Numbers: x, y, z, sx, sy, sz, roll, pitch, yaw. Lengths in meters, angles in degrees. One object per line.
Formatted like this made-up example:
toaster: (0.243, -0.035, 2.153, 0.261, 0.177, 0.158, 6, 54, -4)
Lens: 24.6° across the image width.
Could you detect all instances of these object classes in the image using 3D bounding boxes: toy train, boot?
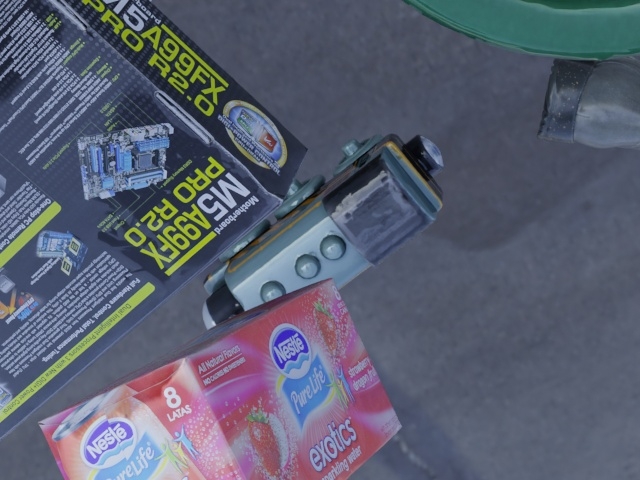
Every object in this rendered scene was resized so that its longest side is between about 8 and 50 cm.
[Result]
toy train: (0.000, 0.000, 1.693, 0.334, 0.142, 0.190, -36, -172, 15)
boot: (0.263, -0.105, 1.137, 0.161, 0.246, 0.083, 14, 111, 12)

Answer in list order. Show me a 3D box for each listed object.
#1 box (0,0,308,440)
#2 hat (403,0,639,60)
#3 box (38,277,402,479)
box: (-0.176, -0.032, 0.787, 0.216, 0.060, 0.270, 42, 123, -14)
hat: (0.101, -0.181, 0.465, 0.208, 0.183, 0.173, -39, 105, 27)
box: (-0.067, 0.145, 1.164, 0.142, 0.154, 0.300, -25, 179, 23)
